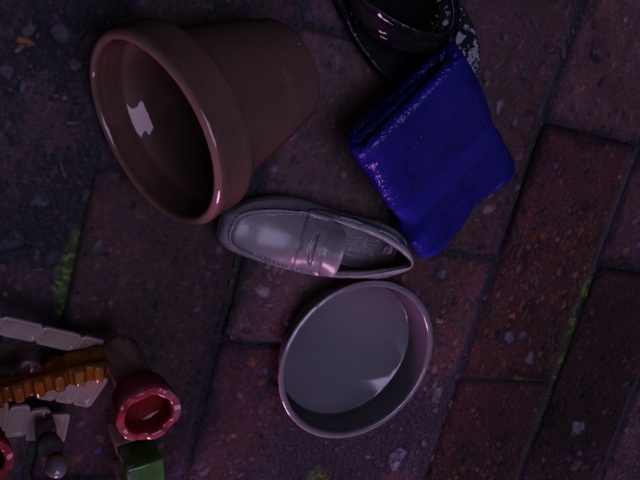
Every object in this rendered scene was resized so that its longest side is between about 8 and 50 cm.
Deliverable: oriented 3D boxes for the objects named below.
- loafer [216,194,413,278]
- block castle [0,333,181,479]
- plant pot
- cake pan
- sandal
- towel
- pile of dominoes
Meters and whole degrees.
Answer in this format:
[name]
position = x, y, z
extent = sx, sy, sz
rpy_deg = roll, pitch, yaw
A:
[loafer]
position = 0.000, 0.000, 1.275
extent = 0.320, 0.111, 0.112
rpy_deg = 5, 107, -29
[block castle]
position = -0.346, 0.380, 1.152
extent = 0.303, 0.213, 0.453
rpy_deg = -12, 124, -24
[plant pot]
position = -0.131, -0.182, 1.082
extent = 0.229, 0.263, 0.262
rpy_deg = -34, 123, -34
[cake pan]
position = 0.054, 0.195, 1.416
extent = 0.293, 0.054, 0.293
rpy_deg = -10, 113, -24
[sandal]
position = 0.096, -0.361, 1.184
extent = 0.167, 0.107, 0.446
rpy_deg = -49, 123, -2
[towel]
position = 0.175, -0.133, 1.301
extent = 0.227, 0.076, 0.308
rpy_deg = -45, 139, -6
[pile of dominoes]
position = -0.423, 0.184, 1.151
extent = 0.251, 0.040, 0.196
rpy_deg = 23, 109, -40
